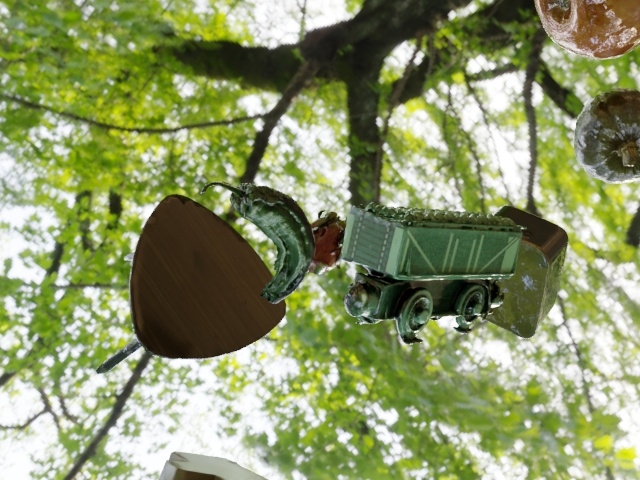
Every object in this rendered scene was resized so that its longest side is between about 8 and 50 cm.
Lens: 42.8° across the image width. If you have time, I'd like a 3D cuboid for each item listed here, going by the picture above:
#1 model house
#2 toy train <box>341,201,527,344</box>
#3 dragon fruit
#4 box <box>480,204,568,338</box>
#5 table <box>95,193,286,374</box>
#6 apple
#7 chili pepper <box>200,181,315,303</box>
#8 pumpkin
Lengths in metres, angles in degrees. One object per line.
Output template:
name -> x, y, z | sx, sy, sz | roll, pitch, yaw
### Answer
model house -> -0.171, 0.423, 1.080 | 0.176, 0.180, 0.248 | 23, -101, -43
toy train -> 0.131, 0.036, 1.004 | 0.269, 0.155, 0.115 | 1, -172, -41
dragon fruit -> 0.000, 0.000, 1.786 | 0.138, 0.175, 0.142 | 44, -159, 23
box -> 0.328, 0.049, 1.371 | 0.144, 0.201, 0.090 | 26, -134, 31
table -> -0.287, 0.130, 1.514 | 0.317, 0.249, 0.318 | 19, -124, -31
apple -> 0.544, -0.486, 1.612 | 0.206, 0.252, 0.272 | -14, -117, -24
chili pepper -> -0.082, -0.018, 1.242 | 0.065, 0.122, 0.279 | 42, 164, 47
pumpkin -> 0.647, -0.217, 1.750 | 0.219, 0.219, 0.162 | 34, -144, -21
